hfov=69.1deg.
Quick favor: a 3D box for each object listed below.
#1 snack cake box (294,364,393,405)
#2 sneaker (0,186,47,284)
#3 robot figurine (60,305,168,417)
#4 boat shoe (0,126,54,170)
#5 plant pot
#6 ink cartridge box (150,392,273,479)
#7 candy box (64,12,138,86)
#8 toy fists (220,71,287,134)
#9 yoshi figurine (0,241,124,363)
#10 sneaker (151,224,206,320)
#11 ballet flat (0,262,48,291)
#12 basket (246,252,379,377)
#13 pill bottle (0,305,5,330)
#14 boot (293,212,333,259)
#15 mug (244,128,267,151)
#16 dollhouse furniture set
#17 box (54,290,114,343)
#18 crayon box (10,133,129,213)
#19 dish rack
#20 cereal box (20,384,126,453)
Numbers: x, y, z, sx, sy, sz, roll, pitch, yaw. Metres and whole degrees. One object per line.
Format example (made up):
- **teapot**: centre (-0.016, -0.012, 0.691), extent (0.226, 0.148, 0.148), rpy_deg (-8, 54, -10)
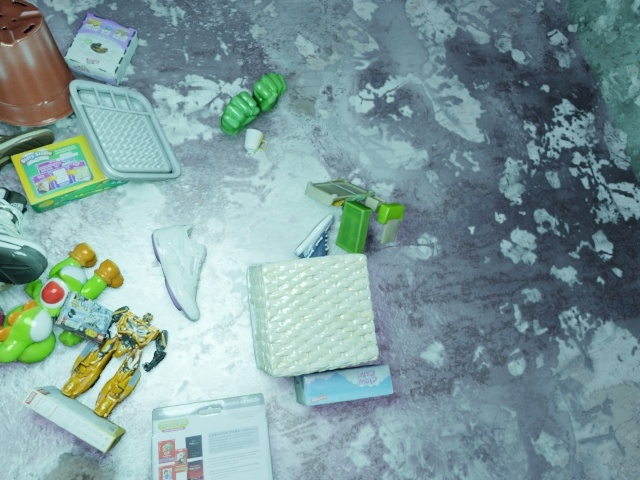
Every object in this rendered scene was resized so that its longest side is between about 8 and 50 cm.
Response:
- **snack cake box**: centre (0.065, 0.432, 1.399), extent (0.264, 0.152, 0.089), rpy_deg (-3, 74, -16)
- **sneaker**: centre (-0.844, -0.043, 1.217), extent (0.446, 0.169, 0.258), rpy_deg (6, 52, 22)
- **robot figurine**: centre (-0.565, 0.327, 1.302), extent (0.211, 0.085, 0.291), rpy_deg (32, 69, -4)
- **boat shoe**: centre (-0.938, -0.285, 1.384), extent (0.257, 0.095, 0.095), rpy_deg (-33, 78, -21)
- **plant pot**: centre (-0.871, -0.524, 1.346), extent (0.271, 0.265, 0.273), rpy_deg (5, 58, -8)
- **ink cartridge box**: centre (-0.296, 0.577, 1.274), extent (0.308, 0.130, 0.272), rpy_deg (-2, 73, -16)
- **candy box**: centre (-0.727, -0.637, 1.553), extent (0.164, 0.070, 0.197), rpy_deg (18, 70, -9)
- **toy fists**: centre (-0.228, -0.471, 1.596), extent (0.279, 0.142, 0.096), rpy_deg (-42, 87, -21)
- **yoshi figurine**: centre (-0.731, 0.192, 1.282), extent (0.362, 0.203, 0.203), rpy_deg (-53, 129, -34)
- **sneaker**: centre (-0.401, 0.087, 1.399), extent (0.152, 0.114, 0.306), rpy_deg (-18, 79, -18)
- **ballet flat**: centre (-0.850, 0.086, 1.267), extent (0.073, 0.067, 0.206), rpy_deg (45, 42, 5)
- **basket**: centre (-0.034, 0.208, 1.364), extent (0.330, 0.266, 0.329), rpy_deg (-5, 83, -14)
- **pill bottle**: centre (-0.906, 0.201, 1.250), extent (0.086, 0.086, 0.152), rpy_deg (-28, 82, -20)
- **boot**: centre (0.000, 0.000, 1.563), extent (0.086, 0.069, 0.190), rpy_deg (43, 76, -7)
- **mug**: centre (-0.226, -0.340, 1.604), extent (0.078, 0.062, 0.064), rpy_deg (14, 79, -3)
- **dollhouse furniture set**: centre (0.098, -0.087, 1.543), extent (0.197, 0.301, 0.152), rpy_deg (-10, 119, -39)
- **box**: centre (-0.624, 0.206, 1.233), extent (0.027, 0.137, 0.094), rpy_deg (-10, 54, 25)
- **crayon box**: centre (-0.756, -0.214, 1.414), extent (0.278, 0.081, 0.166), rpy_deg (-24, 81, -20)
- **dish rack**: centre (-0.606, -0.321, 1.432), extent (0.285, 0.072, 0.333), rpy_deg (-13, 73, -61)
- **cereal box**: centre (-0.629, 0.457, 1.201), extent (0.240, 0.173, 0.047), rpy_deg (32, 70, -3)
